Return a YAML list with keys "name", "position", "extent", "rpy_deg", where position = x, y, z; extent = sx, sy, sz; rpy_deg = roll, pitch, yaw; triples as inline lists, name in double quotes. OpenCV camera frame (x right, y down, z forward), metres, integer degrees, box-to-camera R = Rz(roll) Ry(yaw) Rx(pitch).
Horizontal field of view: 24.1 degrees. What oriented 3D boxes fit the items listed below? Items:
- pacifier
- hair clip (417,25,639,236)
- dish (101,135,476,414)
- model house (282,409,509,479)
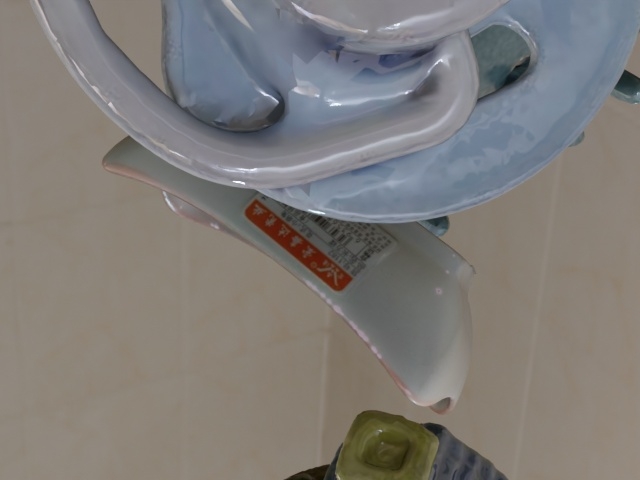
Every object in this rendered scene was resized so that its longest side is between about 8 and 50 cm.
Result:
- name: "pacifier"
  position: [-0.007, -0.142, 0.589]
  extent: [0.227, 0.279, 0.207]
  rpy_deg: [-22, -169, -3]
- name: "hair clip"
  position: [0.111, -0.194, 1.043]
  extent: [0.318, 0.238, 0.392]
  rpy_deg: [-34, -144, -14]
- name: "dish"
  position: [0.000, 0.000, 0.800]
  extent: [0.212, 0.077, 0.151]
  rpy_deg: [37, 178, 13]
- name: "model house"
  position: [0.003, 0.269, 1.087]
  extent: [0.261, 0.266, 0.321]
  rpy_deg: [17, -123, 12]
